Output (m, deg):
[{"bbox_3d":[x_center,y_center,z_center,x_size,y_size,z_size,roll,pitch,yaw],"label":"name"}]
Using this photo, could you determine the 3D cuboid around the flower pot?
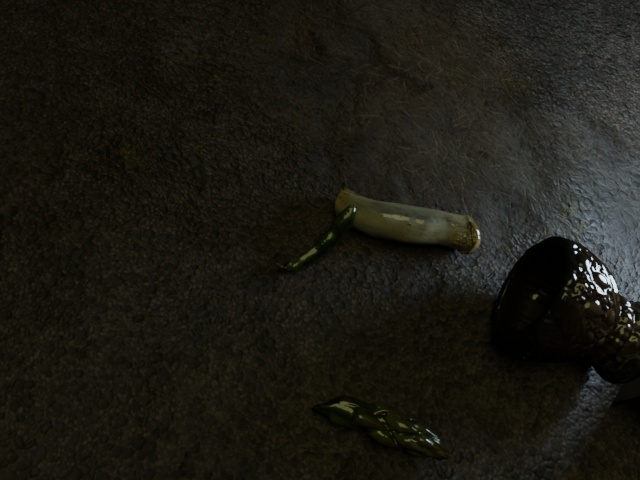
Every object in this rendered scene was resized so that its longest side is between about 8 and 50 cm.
[{"bbox_3d":[0.552,0.163,1.180,0.267,0.266,0.266,29,61,-6],"label":"flower pot"}]

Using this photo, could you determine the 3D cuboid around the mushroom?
[{"bbox_3d":[0.204,-0.044,1.311,0.351,0.095,0.123,14,38,-3],"label":"mushroom"}]

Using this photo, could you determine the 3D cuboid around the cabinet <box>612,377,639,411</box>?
[{"bbox_3d":[0.783,0.323,1.184,0.175,0.148,0.215,42,68,12],"label":"cabinet"}]

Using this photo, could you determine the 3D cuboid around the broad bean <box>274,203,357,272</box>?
[{"bbox_3d":[0.002,0.004,1.250,0.227,0.069,0.039,-39,36,-9],"label":"broad bean"}]

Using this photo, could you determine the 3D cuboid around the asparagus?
[{"bbox_3d":[0.126,0.363,1.090,0.287,0.080,0.080,25,61,3],"label":"asparagus"}]
